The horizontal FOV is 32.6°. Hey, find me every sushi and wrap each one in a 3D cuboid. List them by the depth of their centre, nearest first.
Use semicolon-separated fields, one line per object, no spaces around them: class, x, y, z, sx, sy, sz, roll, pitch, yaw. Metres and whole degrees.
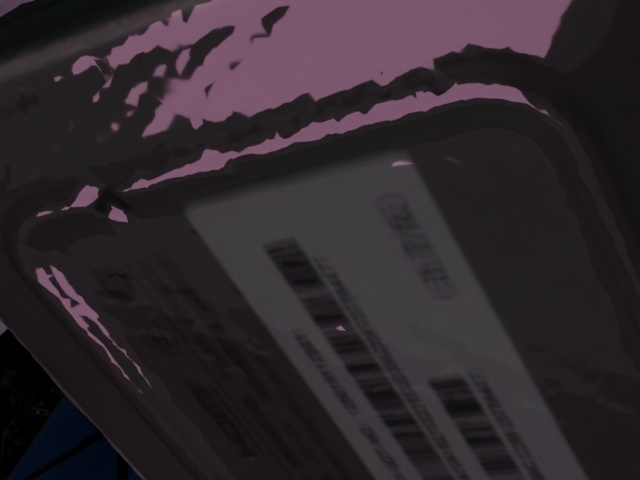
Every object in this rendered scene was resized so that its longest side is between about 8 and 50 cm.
sushi;-0.346;0.272;1.309;0.171;0.211;0.350;28;115;20

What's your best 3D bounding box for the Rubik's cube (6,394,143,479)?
Rubik's cube;-0.105;0.236;1.037;0.260;0.259;0.255;4;143;48

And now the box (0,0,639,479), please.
box;0.037;0.030;0.531;0.397;0.111;0.396;-14;125;29
